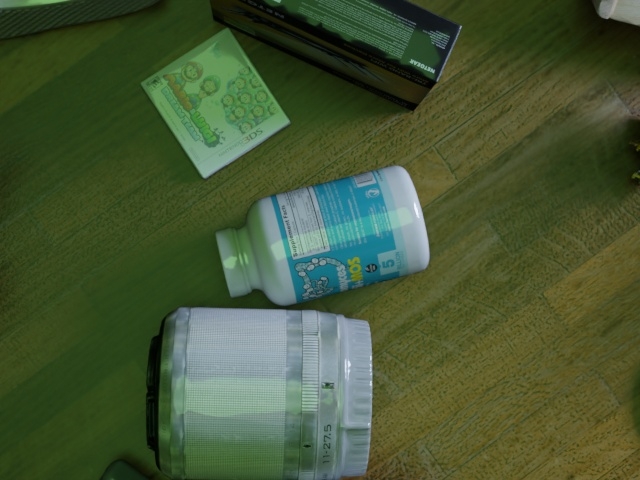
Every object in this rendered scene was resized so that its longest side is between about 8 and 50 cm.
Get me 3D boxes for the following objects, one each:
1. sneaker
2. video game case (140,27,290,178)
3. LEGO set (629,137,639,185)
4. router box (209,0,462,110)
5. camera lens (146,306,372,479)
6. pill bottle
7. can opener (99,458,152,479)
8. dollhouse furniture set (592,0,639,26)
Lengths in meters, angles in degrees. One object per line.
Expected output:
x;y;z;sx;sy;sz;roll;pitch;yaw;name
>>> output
-0.398;-0.359;1.728;0.366;0.135;0.150;-9;80;-11;sneaker
-0.142;-0.186;1.776;0.143;0.019;0.157;-33;89;-4;video game case
0.549;-0.063;1.685;0.331;0.255;0.192;28;70;-8;LEGO set
0.011;-0.279;1.675;0.309;0.243;0.081;24;87;-1;router box
-0.079;0.196;1.661;0.274;0.219;0.219;1;87;-3;camera lens
0.000;0.000;1.711;0.264;0.146;0.146;-14;88;-2;pill bottle
-0.159;0.374;1.737;0.283;0.076;0.095;36;54;0;can opener
0.526;-0.460;1.661;0.256;0.362;0.394;14;117;-3;dollhouse furniture set
